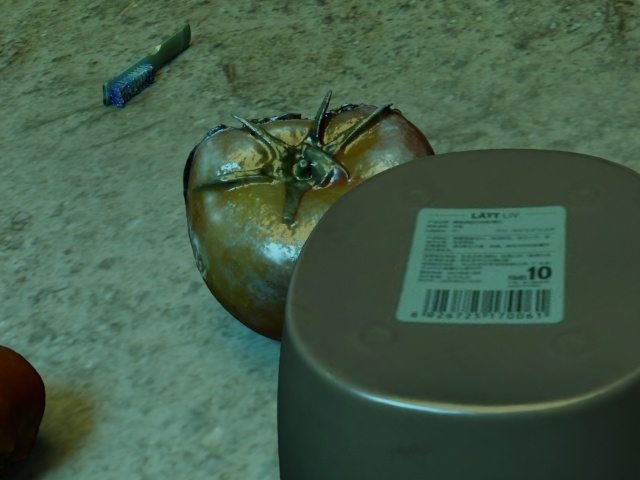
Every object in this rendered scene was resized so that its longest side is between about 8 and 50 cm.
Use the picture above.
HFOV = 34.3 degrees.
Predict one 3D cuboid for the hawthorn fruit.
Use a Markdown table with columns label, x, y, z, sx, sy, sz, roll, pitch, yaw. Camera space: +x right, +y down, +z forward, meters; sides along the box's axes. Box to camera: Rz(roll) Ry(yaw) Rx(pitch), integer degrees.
| label | x | y | z | sx | sy | sz | roll | pitch | yaw |
| --- | --- | --- | --- | --- | --- | --- | --- | --- | --- |
| hawthorn fruit | -0.263 | 0.122 | 0.756 | 0.125 | 0.125 | 0.140 | -23 | 57 | -16 |

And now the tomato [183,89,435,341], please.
| label | x | y | z | sx | sy | sz | roll | pitch | yaw |
| --- | --- | --- | --- | --- | --- | --- | --- | --- | --- |
| tomato | 0.000 | 0.000 | 0.822 | 0.214 | 0.181 | 0.155 | -13 | 41 | 3 |

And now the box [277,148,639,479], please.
| label | x | y | z | sx | sy | sz | roll | pitch | yaw |
| --- | --- | --- | --- | --- | --- | --- | --- | --- | --- |
| box | 0.105 | 0.095 | 0.624 | 0.301 | 0.216 | 0.301 | -8 | 37 | 6 |

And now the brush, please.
| label | x | y | z | sx | sy | sz | roll | pitch | yaw |
| --- | --- | --- | --- | --- | --- | --- | --- | --- | --- |
| brush | -0.211 | -0.223 | 1.310 | 0.030 | 0.033 | 0.178 | 18 | 44 | 26 |
